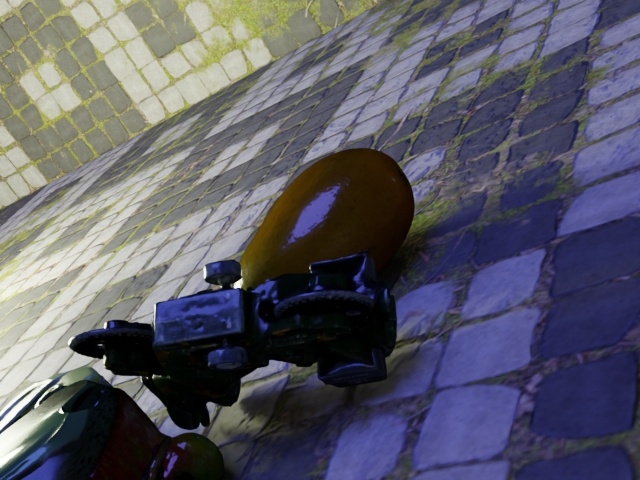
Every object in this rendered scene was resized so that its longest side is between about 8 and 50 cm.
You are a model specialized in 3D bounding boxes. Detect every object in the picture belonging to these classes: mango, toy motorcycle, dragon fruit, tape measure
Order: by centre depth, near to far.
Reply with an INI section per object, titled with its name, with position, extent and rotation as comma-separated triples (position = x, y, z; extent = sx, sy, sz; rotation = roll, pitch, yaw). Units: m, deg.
[dragon fruit]
position = -0.224, 0.225, 0.723
extent = 0.295, 0.130, 0.268
rotation = -35, 14, -2
[toy motorcycle]
position = -0.060, 0.087, 0.759
extent = 0.275, 0.187, 0.124
rotation = -11, 68, 17
[mango]
position = 0.004, -0.001, 0.899
extent = 0.221, 0.120, 0.151
rotation = -48, 19, -17
[tape measure]
position = -0.285, 0.204, 0.912
extent = 0.177, 0.087, 0.154
rotation = -41, 21, -13

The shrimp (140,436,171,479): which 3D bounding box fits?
[shrimp]
position = -0.091, 0.240, 0.565
extent = 0.117, 0.066, 0.262
rotation = -12, 40, 17
